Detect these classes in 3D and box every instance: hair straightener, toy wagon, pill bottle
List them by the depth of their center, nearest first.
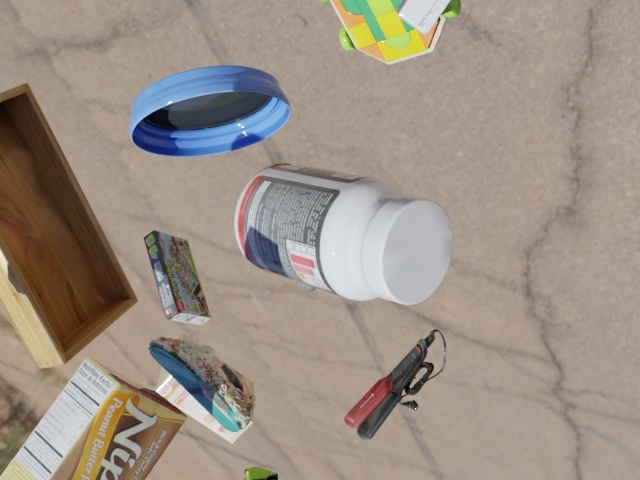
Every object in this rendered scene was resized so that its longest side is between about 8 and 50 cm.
[{"bbox_3d":[0.140,0.248,1.339,0.047,0.230,0.089,18,152,53],"label":"hair straightener"},{"bbox_3d":[0.033,-0.013,1.358,0.362,0.210,0.210,16,149,47],"label":"pill bottle"},{"bbox_3d":[0.106,-0.513,1.539,0.267,0.068,0.344,-8,126,39],"label":"toy wagon"}]

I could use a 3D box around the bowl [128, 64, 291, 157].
[{"bbox_3d":[-0.268,-0.308,1.894,0.390,0.077,0.391,-12,168,-3],"label":"bowl"}]

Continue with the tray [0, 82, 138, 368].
[{"bbox_3d":[-0.464,-0.024,1.261,0.076,0.203,0.411,-13,109,31],"label":"tray"}]

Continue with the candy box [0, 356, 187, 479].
[{"bbox_3d":[-0.351,0.343,1.122,0.087,0.317,0.183,26,167,33],"label":"candy box"}]

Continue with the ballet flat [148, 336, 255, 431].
[{"bbox_3d":[-0.189,0.221,1.292,0.091,0.077,0.241,-2,135,41],"label":"ballet flat"}]

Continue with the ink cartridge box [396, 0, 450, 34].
[{"bbox_3d":[0.189,-0.431,1.383,0.063,0.150,0.109,32,109,-8],"label":"ink cartridge box"}]

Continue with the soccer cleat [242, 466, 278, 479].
[{"bbox_3d":[-0.118,0.492,1.440,0.072,0.179,0.060,7,128,4],"label":"soccer cleat"}]

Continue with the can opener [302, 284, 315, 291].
[{"bbox_3d":[0.000,0.000,1.978,0.095,0.076,0.284,34,123,21],"label":"can opener"}]

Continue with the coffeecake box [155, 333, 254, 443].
[{"bbox_3d":[-0.222,0.288,1.539,0.185,0.068,0.142,38,-165,-16],"label":"coffeecake box"}]

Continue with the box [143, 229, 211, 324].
[{"bbox_3d":[-0.318,0.083,1.742,0.036,0.207,0.114,-32,153,23],"label":"box"}]
